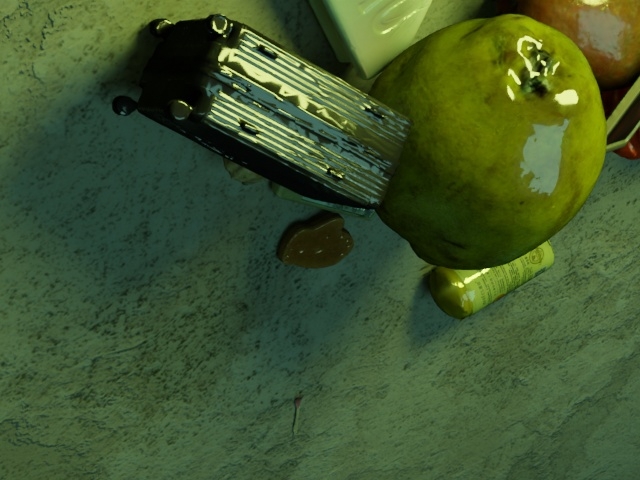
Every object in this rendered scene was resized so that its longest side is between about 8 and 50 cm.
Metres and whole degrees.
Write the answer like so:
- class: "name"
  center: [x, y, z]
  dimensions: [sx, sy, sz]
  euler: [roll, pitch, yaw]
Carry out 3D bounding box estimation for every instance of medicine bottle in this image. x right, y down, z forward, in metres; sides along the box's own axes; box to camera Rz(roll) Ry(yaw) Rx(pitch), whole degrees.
- class: "medicine bottle"
  center: [0.316, 0.055, 2.263]
  dimensions: [0.239, 0.124, 0.124]
  euler: [-29, 136, -15]

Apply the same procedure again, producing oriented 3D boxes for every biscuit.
- class: "biscuit"
  center: [-0.001, -0.001, 2.029]
  dimensions: [0.140, 0.023, 0.118]
  euler: [14, 123, -42]

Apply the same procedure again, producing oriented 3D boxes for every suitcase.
- class: "suitcase"
  center: [-0.074, -0.165, 1.609]
  dimensions: [0.335, 0.230, 0.152]
  euler: [26, 85, -28]

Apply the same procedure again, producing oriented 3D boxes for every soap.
- class: "soap"
  center: [0.062, -0.388, 1.715]
  dimensions: [0.173, 0.095, 0.289]
  euler: [-38, 138, -6]

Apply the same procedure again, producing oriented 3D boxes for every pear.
- class: "pear"
  center: [0.237, -0.146, 1.765]
  dimensions: [0.352, 0.352, 0.413]
  euler: [-7, 148, -34]

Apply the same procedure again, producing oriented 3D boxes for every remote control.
- class: "remote control"
  center: [0.024, -0.095, 1.968]
  dimensions: [0.234, 0.038, 0.098]
  euler: [13, 115, -44]

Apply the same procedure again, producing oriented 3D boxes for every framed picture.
- class: "framed picture"
  center: [0.526, -0.254, 1.875]
  dimensions: [0.289, 0.020, 0.211]
  euler: [-57, 161, 25]

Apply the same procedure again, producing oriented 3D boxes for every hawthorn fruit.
- class: "hawthorn fruit"
  center: [0.394, -0.364, 1.874]
  dimensions: [0.301, 0.267, 0.267]
  euler: [7, 119, -24]

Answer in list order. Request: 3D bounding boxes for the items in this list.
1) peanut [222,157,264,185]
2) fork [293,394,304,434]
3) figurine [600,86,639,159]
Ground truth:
- class: "peanut"
  center: [-0.067, -0.176, 1.786]
  dimensions: [0.214, 0.099, 0.099]
  euler: [-49, 139, 0]
- class: "fork"
  center: [-0.044, 0.330, 2.284]
  dimensions: [0.016, 0.012, 0.115]
  euler: [-14, 135, -24]
- class: "figurine"
  center: [0.614, -0.346, 2.113]
  dimensions: [0.411, 0.241, 0.306]
  euler: [-49, 169, -21]
